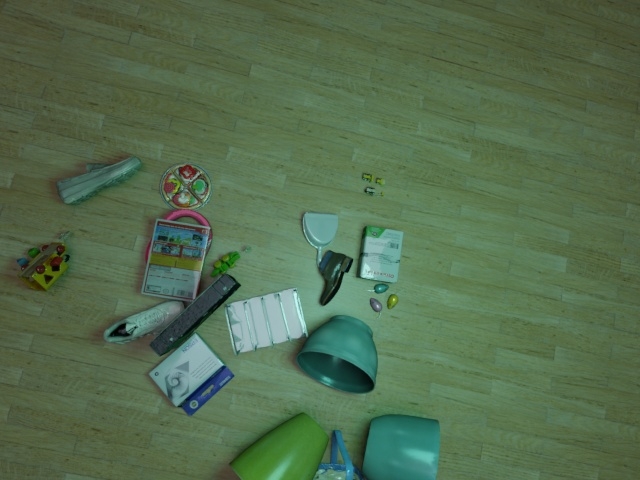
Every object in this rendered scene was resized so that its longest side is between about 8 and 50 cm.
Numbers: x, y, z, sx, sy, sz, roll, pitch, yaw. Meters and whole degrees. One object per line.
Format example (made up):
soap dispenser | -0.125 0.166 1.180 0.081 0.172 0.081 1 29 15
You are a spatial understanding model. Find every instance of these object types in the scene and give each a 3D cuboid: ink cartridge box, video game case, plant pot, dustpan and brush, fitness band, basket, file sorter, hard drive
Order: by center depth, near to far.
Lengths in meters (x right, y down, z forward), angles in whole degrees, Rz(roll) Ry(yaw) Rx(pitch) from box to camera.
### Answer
basket | 0.065 0.852 1.445 0.201 0.255 0.288 8 92 -7
plant pot | -0.116 0.762 1.451 0.275 0.275 0.293 47 64 1
plant pot | 0.275 0.760 1.475 0.235 0.293 0.292 11 81 11
hard drive | -0.433 0.255 1.479 0.064 0.237 0.339 45 81 1
plant pot | 0.083 0.398 1.517 0.293 0.293 0.196 28 53 -2
file sorter | -0.195 0.297 1.532 0.278 0.173 0.192 -13 84 -8
ink cartridge box | -0.473 0.497 1.537 0.223 0.045 0.224 -42 89 -10
video game case | -0.535 0.074 1.545 0.204 0.025 0.284 9 84 -1
fitness band | -0.538 0.020 1.590 0.209 0.054 0.290 27 82 0
ink cartridge box | 0.235 0.059 1.655 0.153 0.087 0.208 11 80 -5
dustpan and brush | 0.000 0.000 1.659 0.148 0.060 0.211 3 75 -19

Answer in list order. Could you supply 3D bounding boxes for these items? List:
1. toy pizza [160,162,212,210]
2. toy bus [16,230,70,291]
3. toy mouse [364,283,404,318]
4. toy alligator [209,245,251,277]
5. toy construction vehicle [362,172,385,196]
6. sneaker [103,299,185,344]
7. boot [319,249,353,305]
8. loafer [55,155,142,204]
toy pizza | -0.528 -0.212 1.633 0.202 0.032 0.201 1 82 -6
toy bus | -0.974 0.089 1.505 0.202 0.191 0.104 -29 130 -9
toy mouse | 0.240 0.227 1.661 0.143 0.031 0.161 31 80 -2
toy alligator | -0.354 0.071 1.608 0.190 0.056 0.051 -39 48 -10
toy construction vehicle | 0.218 -0.228 1.723 0.098 0.035 0.085 8 71 -8
sneaker | -0.637 0.301 1.511 0.292 0.118 0.110 -23 84 -10
boot | 0.033 0.144 1.641 0.106 0.082 0.219 29 84 20
loafer | -0.835 -0.246 1.564 0.320 0.112 0.111 -28 95 -9
